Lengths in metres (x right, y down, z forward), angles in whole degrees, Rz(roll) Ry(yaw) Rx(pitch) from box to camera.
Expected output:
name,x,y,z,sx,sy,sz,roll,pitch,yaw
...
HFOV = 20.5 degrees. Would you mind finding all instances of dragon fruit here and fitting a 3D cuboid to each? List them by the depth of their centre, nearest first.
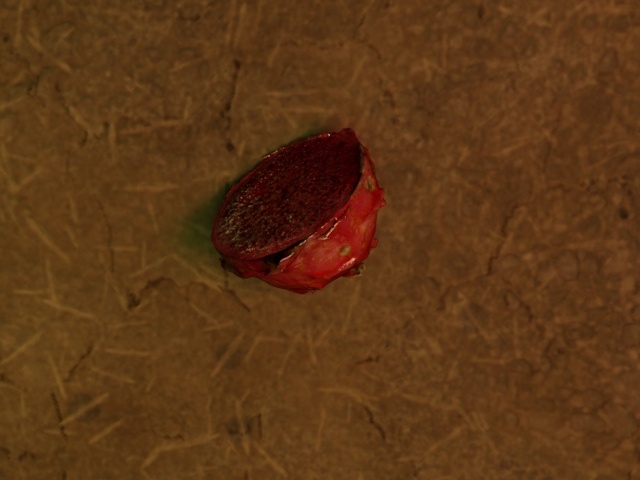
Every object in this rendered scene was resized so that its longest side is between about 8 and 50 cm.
name,x,y,z,sx,sy,sz,roll,pitch,yaw
dragon fruit,0.000,0.000,1.429,0.153,0.153,0.111,-37,120,5
